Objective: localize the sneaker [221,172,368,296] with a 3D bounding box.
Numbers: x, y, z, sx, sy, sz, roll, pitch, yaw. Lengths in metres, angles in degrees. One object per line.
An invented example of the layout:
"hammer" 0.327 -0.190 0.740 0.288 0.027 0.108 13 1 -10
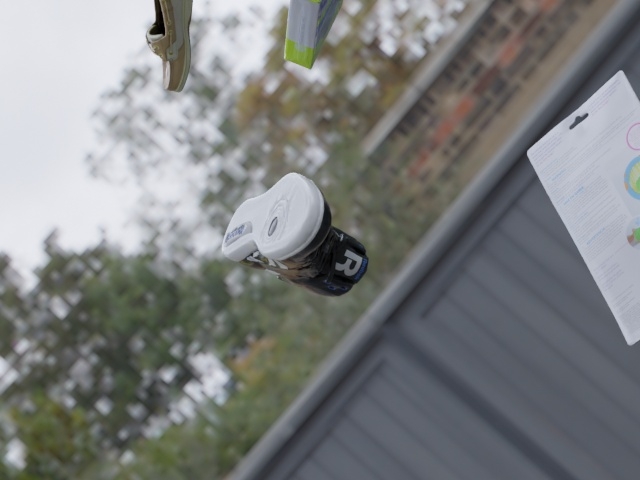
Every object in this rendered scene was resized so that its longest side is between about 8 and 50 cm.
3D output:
"sneaker" 0.000 0.000 1.765 0.079 0.121 0.217 -70 17 -9

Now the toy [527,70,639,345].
"toy" 0.310 -0.030 1.915 0.056 0.237 0.137 12 -44 -46

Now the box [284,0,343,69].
"box" -0.002 -0.291 2.294 0.178 0.042 0.109 100 -167 -66

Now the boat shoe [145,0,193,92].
"boat shoe" -0.167 -0.224 2.125 0.045 0.050 0.135 -7 -61 -22
